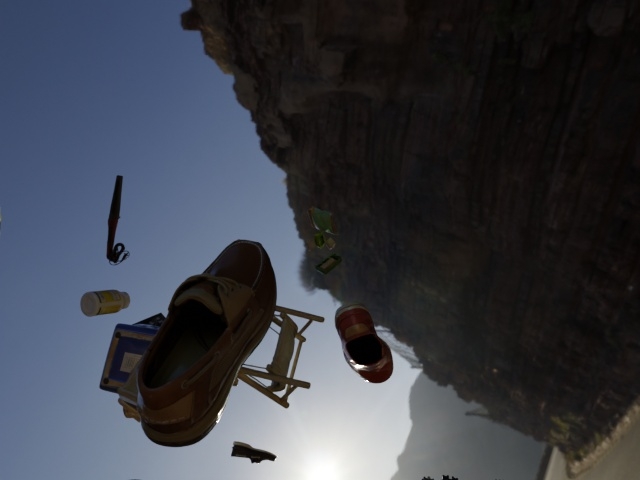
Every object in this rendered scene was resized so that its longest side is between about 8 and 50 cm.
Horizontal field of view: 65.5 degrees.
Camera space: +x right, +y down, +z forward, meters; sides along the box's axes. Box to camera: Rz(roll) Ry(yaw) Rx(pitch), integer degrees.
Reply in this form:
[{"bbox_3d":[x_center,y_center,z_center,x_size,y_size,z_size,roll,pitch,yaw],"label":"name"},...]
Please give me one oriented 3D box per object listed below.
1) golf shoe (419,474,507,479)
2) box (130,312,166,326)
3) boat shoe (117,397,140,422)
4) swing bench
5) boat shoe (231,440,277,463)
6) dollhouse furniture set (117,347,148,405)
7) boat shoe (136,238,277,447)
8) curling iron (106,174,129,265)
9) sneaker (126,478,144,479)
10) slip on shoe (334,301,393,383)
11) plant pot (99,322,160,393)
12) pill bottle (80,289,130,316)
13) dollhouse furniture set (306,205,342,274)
[{"bbox_3d":[0.305,0.513,0.914,0.105,0.273,0.120,-37,-51,-75],"label":"golf shoe"},{"bbox_3d":[-0.606,0.422,1.871,0.163,0.247,0.142,-22,-34,-49],"label":"box"},{"bbox_3d":[-0.672,0.607,1.773,0.059,0.063,0.170,-35,-46,-6],"label":"boat shoe"},{"bbox_3d":[-0.150,0.308,1.459,0.165,0.255,0.253,-53,15,42],"label":"swing bench"},{"bbox_3d":[-0.165,0.533,1.233,0.125,0.046,0.038,32,-125,-28],"label":"boat shoe"},{"bbox_3d":[-0.351,0.350,1.150,0.242,0.212,0.161,96,-165,-48],"label":"dollhouse furniture set"},{"bbox_3d":[-0.142,0.104,0.667,0.323,0.123,0.119,-74,-15,-48],"label":"boat shoe"},{"bbox_3d":[-0.612,-0.060,1.506,0.035,0.068,0.273,-148,61,-81],"label":"curling iron"},{"bbox_3d":[-0.425,0.507,0.933,0.091,0.258,0.094,43,-149,-50],"label":"sneaker"},{"bbox_3d":[0.118,0.290,1.281,0.101,0.123,0.331,-107,-4,-46],"label":"slip on shoe"},{"bbox_3d":[-0.530,0.381,1.546,0.212,0.236,0.235,58,-139,-70],"label":"plant pot"},{"bbox_3d":[-0.561,0.162,1.305,0.116,0.065,0.065,3,-76,-64],"label":"pill bottle"},{"bbox_3d":[0.000,0.000,1.148,0.059,0.076,0.151,-36,-53,-26],"label":"dollhouse furniture set"}]
